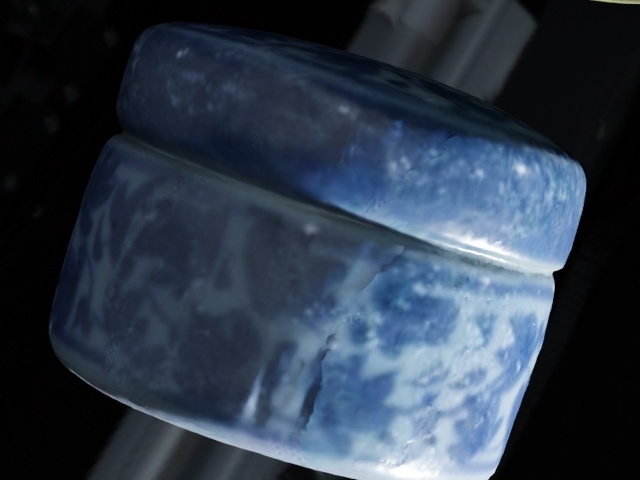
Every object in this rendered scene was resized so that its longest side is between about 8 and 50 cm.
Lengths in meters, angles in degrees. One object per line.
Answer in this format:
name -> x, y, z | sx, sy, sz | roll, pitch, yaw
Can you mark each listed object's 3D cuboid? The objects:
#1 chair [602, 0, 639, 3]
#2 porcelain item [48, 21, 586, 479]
chair -> 0.069, -0.137, 0.372 | 0.160, 0.325, 0.170 | -17, -98, -6
porcelain item -> 0.000, 0.000, 0.479 | 0.147, 0.147, 0.114 | 19, -85, 27
